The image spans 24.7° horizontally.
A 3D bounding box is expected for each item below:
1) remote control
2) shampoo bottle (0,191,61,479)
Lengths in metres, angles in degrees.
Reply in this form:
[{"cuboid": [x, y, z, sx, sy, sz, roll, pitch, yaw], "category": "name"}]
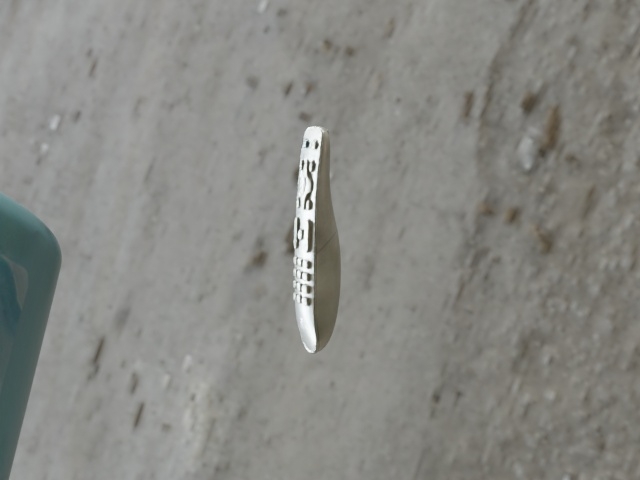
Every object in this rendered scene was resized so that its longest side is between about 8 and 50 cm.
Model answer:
[{"cuboid": [0.000, 0.000, 1.469, 0.073, 0.044, 0.229, -162, 74, -76], "category": "remote control"}, {"cuboid": [-0.356, 0.120, 0.906, 0.331, 0.331, 0.342, -14, 59, 59], "category": "shampoo bottle"}]
